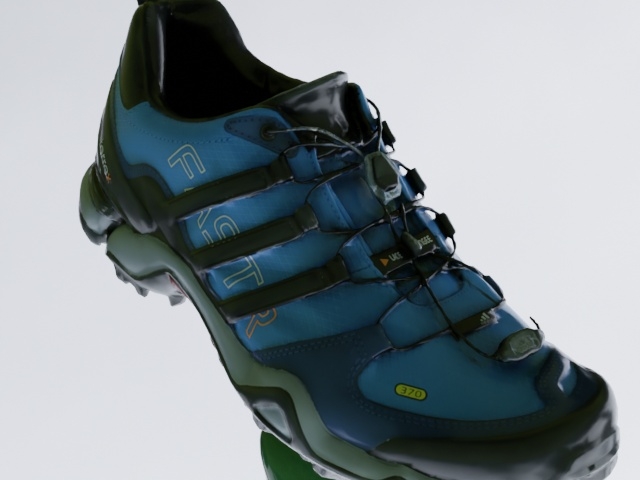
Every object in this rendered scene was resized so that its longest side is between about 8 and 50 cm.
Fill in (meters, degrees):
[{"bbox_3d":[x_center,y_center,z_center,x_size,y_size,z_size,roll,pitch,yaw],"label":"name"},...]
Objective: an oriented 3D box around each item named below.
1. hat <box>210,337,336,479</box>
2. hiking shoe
[{"bbox_3d":[-0.037,0.213,1.642,0.208,0.183,0.173,-12,-153,29],"label":"hat"},{"bbox_3d":[0.000,0.000,0.601,0.304,0.132,0.113,33,-139,31],"label":"hiking shoe"}]
